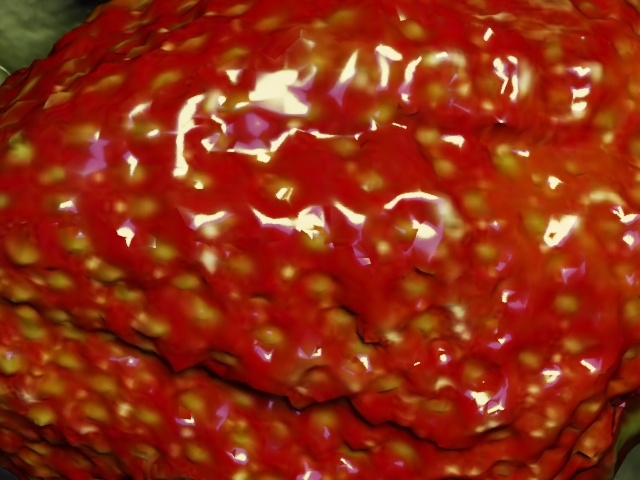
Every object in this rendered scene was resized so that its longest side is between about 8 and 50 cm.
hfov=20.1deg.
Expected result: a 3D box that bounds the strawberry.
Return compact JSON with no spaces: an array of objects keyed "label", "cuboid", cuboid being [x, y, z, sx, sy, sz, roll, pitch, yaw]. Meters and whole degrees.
[{"label":"strawberry","cuboid":[0.000,0.000,0.649,0.288,0.238,0.250,8,70,-30]}]
